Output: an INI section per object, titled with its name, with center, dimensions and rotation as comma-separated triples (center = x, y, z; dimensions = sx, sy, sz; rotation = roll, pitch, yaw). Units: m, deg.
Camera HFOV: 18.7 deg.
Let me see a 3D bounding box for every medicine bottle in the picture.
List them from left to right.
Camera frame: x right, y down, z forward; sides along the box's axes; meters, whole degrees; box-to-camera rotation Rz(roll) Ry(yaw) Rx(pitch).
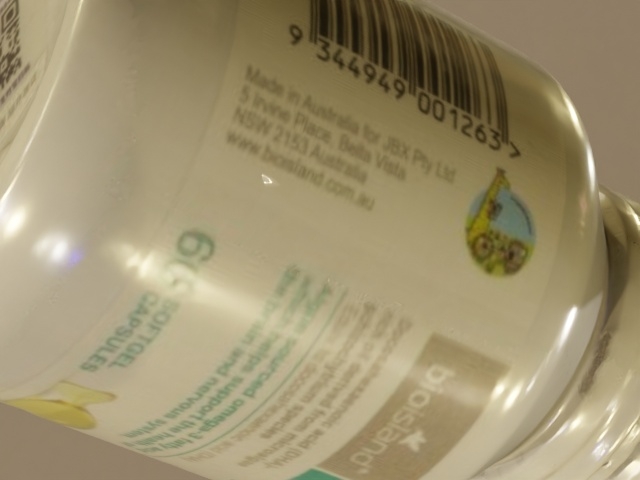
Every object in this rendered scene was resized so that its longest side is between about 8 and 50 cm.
[medicine bottle]
center = 0.000, 0.000, 0.500
dimensions = 0.215, 0.135, 0.135
rotation = 25, -140, -31
